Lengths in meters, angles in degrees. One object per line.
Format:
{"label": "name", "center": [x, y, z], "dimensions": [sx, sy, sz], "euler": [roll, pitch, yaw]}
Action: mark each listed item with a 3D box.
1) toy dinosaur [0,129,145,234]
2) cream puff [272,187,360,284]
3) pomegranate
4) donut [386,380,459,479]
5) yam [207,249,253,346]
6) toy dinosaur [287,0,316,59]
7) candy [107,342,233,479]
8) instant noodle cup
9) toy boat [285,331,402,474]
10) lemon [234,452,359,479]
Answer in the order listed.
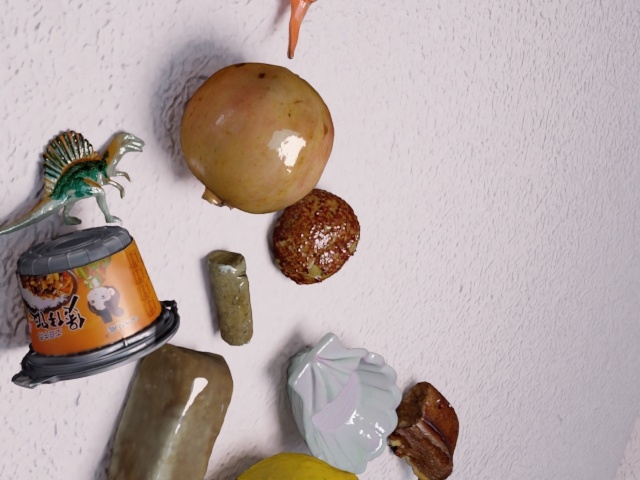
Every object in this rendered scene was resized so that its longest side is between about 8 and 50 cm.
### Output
{"label": "toy dinosaur", "center": [-0.274, -0.068, 0.953], "dimensions": [0.187, 0.044, 0.106], "euler": [-8, 99, -33]}
{"label": "cream puff", "center": [0.000, 0.000, 1.253], "dimensions": [0.149, 0.084, 0.149], "euler": [-21, 121, -40]}
{"label": "pomegranate", "center": [-0.073, -0.120, 1.042], "dimensions": [0.191, 0.191, 0.191], "euler": [-23, 122, -41]}
{"label": "donut", "center": [0.206, 0.362, 1.613], "dimensions": [0.186, 0.144, 0.126], "euler": [44, 49, -22]}
{"label": "yam", "center": [-0.120, 0.077, 1.175], "dimensions": [0.054, 0.054, 0.132], "euler": [-29, 127, -38]}
{"label": "toy dinosaur", "center": [-0.011, -0.367, 1.106], "dimensions": [0.101, 0.055, 0.280], "euler": [14, 94, -60]}
{"label": "candy", "center": [-0.197, 0.254, 1.123], "dimensions": [0.104, 0.102, 0.234], "euler": [21, 89, -48]}
{"label": "instant noodle cup", "center": [-0.252, 0.058, 0.940], "dimensions": [0.208, 0.177, 0.126], "euler": [-42, 123, -60]}
{"label": "toy boat", "center": [0.025, 0.253, 1.379], "dimensions": [0.199, 0.100, 0.290], "euler": [-50, 138, -22]}
{"label": "lemon", "center": [-0.057, 0.453, 1.261], "dimensions": [0.310, 0.253, 0.253], "euler": [-51, 140, 2]}
